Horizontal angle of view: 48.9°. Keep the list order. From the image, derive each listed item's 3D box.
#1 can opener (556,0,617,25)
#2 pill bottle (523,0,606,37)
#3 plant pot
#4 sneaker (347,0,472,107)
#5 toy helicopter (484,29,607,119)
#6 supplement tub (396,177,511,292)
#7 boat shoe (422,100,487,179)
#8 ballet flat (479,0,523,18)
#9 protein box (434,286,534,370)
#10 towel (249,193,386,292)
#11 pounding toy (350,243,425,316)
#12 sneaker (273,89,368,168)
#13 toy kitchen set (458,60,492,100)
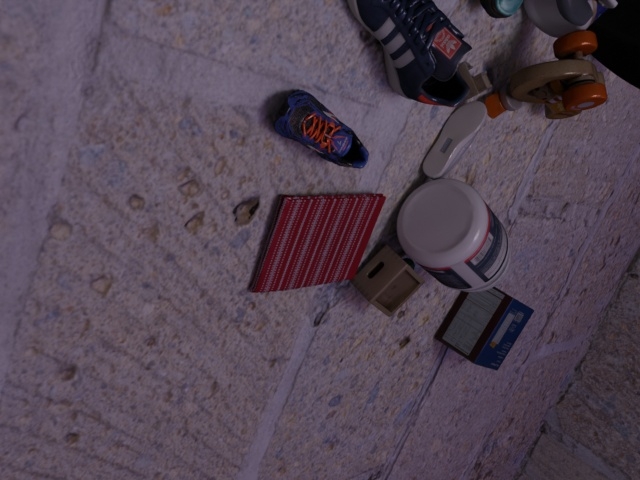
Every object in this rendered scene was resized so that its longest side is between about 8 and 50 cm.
[{"bbox_3d":[0.423,-0.478,1.222,0.280,0.074,0.093,33,101,-36],"label":"can opener"},{"bbox_3d":[0.546,-0.541,1.423,0.265,0.153,0.153,-43,143,-19],"label":"pill bottle"},{"bbox_3d":[0.744,-0.500,1.677,0.188,0.167,0.187,-54,144,-5],"label":"plant pot"},{"bbox_3d":[0.159,-0.341,1.126,0.131,0.148,0.350,-52,144,-6],"label":"sneaker"},{"bbox_3d":[0.493,-0.312,1.527,0.355,0.235,0.140,9,71,-65],"label":"toy helicopter"},{"bbox_3d":[0.295,-0.001,1.514,0.191,0.191,0.272,-56,146,0],"label":"supplement tub"},{"bbox_3d":[0.283,-0.202,1.459,0.184,0.066,0.063,-60,155,4],"label":"boat shoe"},{"bbox_3d":[0.372,-0.539,1.273,0.095,0.096,0.280,27,105,-26],"label":"ballet flat"},{"bbox_3d":[0.451,0.228,1.929,0.200,0.136,0.201,24,97,-55],"label":"protein box"},{"bbox_3d":[0.000,0.000,1.310,0.275,0.031,0.198,-5,123,-46],"label":"towel"},{"bbox_3d":[0.150,0.071,1.503,0.141,0.100,0.130,-46,144,3],"label":"pounding toy"},{"bbox_3d":[0.010,-0.174,1.134,0.221,0.087,0.083,18,102,-54],"label":"sneaker"},{"bbox_3d":[0.306,-0.324,1.389,0.075,0.083,0.068,-29,95,-34],"label":"toy kitchen set"}]
